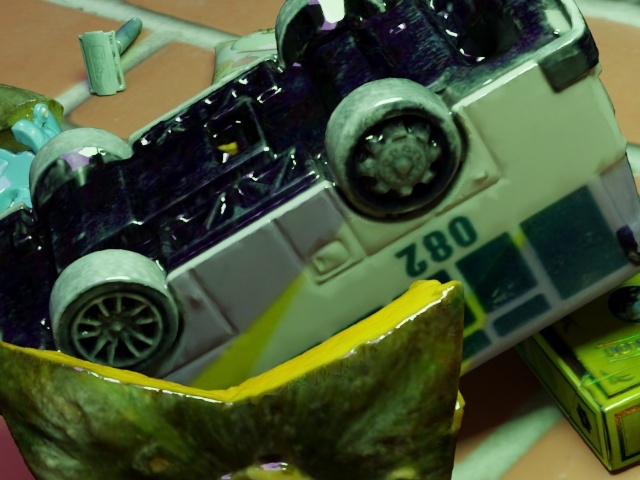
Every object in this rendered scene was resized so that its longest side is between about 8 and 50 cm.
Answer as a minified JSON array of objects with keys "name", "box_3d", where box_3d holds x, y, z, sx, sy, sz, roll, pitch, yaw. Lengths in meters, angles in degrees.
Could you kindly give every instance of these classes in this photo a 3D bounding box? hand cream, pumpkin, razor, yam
[{"name":"hand cream","box_3d":[-0.047,-0.136,1.591,0.147,0.093,0.306,-7,26,10]},{"name":"pumpkin","box_3d":[-0.029,0.155,1.010,0.290,0.258,0.095,-12,20,8]},{"name":"razor","box_3d":[-0.211,-0.205,1.777,0.040,0.068,0.135,-3,24,12]},{"name":"yam","box_3d":[-0.316,-0.121,1.677,0.146,0.069,0.070,18,46,38]}]

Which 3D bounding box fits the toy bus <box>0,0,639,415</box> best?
[{"name":"toy bus","box_3d":[0.000,0.000,1.163,0.440,0.249,0.209,-31,33,5]}]

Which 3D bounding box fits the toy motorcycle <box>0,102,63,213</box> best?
[{"name":"toy motorcycle","box_3d":[-0.316,-0.044,1.522,0.272,0.123,0.182,7,50,29]}]

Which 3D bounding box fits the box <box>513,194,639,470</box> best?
[{"name":"box","box_3d":[0.216,0.057,1.221,0.141,0.064,0.220,-21,36,-9]}]
